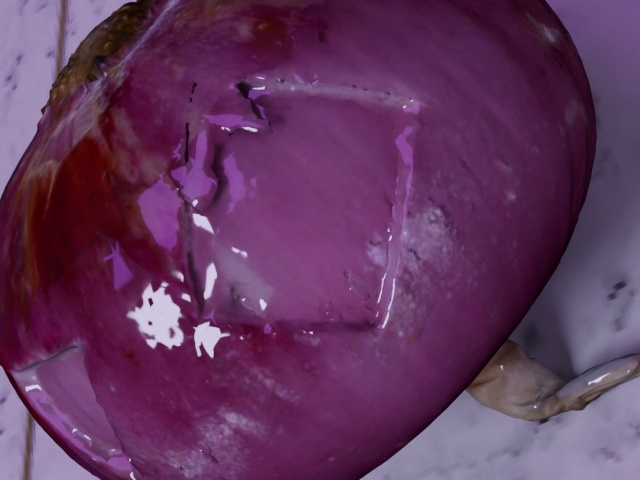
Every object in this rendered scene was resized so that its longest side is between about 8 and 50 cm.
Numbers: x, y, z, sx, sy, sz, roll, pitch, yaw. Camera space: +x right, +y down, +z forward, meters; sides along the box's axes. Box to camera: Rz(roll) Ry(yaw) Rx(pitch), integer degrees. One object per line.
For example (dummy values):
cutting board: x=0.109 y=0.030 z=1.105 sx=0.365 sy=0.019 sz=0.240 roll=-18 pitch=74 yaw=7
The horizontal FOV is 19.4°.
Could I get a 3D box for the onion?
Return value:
onion: x=-0.008 y=-0.007 z=0.500 sx=0.177 sy=0.153 sz=0.177 roll=-20 pitch=34 yaw=14
